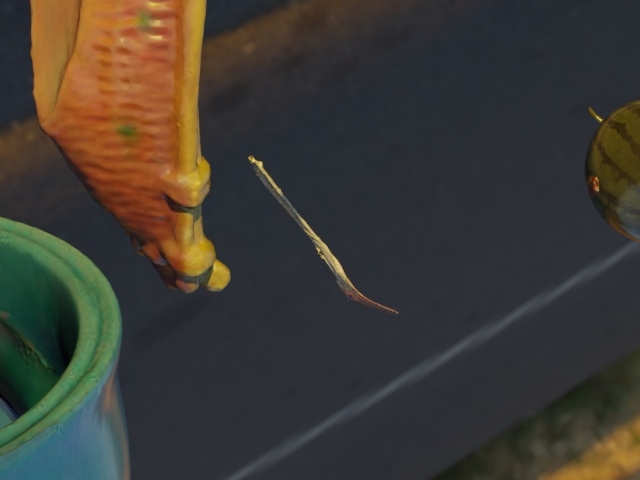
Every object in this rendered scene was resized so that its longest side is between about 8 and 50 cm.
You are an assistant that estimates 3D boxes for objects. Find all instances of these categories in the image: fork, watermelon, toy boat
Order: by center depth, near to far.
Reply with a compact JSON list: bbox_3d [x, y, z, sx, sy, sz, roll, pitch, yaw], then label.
[{"bbox_3d":[-0.075,-0.134,0.871,0.099,0.318,0.141,1,-171,-30],"label":"toy boat"},{"bbox_3d":[-0.001,0.001,0.944,0.016,0.115,0.012,0,-133,55],"label":"fork"},{"bbox_3d":[0.241,-0.060,1.420,0.105,0.133,0.105,-22,141,-19],"label":"watermelon"}]

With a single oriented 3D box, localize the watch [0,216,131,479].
[{"bbox_3d":[-0.224,0.088,0.844,0.274,0.305,0.241,-10,122,-12],"label":"watch"}]
